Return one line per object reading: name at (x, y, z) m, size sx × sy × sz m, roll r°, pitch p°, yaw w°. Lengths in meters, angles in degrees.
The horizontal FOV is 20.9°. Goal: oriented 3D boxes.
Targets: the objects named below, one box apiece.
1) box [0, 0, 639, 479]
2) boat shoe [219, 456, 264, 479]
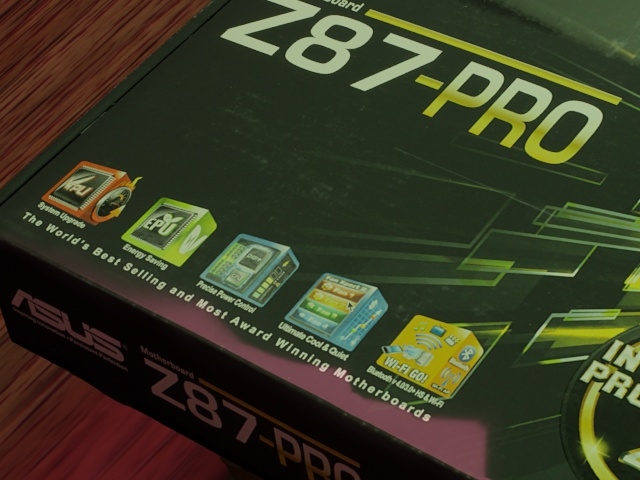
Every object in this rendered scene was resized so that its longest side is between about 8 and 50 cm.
box at (0.098, -0.006, 0.764) m, size 0.395 × 0.097 × 0.318 m, roll 25°, pitch 54°, yaw 29°
boat shoe at (0.000, 0.000, 0.917) m, size 0.123 × 0.116 × 0.324 m, roll -18°, pitch 36°, yaw 17°
